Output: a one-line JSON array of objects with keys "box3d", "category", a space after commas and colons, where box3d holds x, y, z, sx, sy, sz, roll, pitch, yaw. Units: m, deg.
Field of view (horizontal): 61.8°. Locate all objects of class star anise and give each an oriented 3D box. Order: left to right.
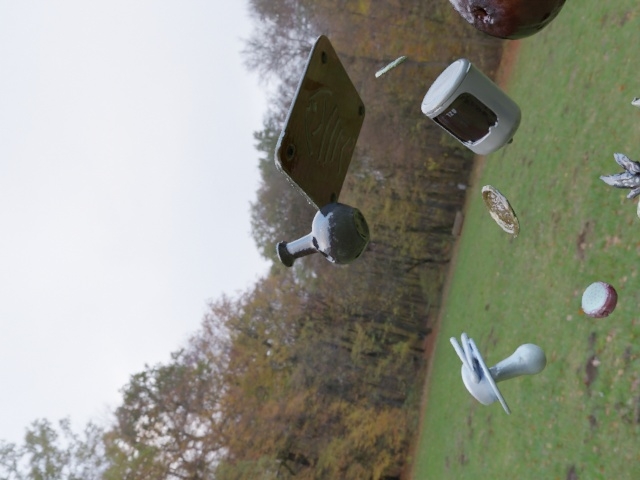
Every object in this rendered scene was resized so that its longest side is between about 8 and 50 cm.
[{"box3d": [0.755, -0.156, 1.213, 0.061, 0.204, 0.181, -34, -42, -43], "category": "star anise"}]

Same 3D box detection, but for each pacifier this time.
[{"box3d": [0.513, 0.352, 1.501, 0.299, 0.232, 0.244, 46, -157, -63], "category": "pacifier"}]

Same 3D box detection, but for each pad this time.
[{"box3d": [0.010, -0.221, 1.087, 0.284, 0.018, 0.287, 42, -118, -60], "category": "pad"}]

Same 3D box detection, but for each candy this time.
[{"box3d": [0.767, 0.163, 1.470, 0.103, 0.043, 0.103, -159, 90, -78], "category": "candy"}]

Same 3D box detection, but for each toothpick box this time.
[{"box3d": [0.511, -0.422, 1.743, 0.229, 0.316, 0.229, -51, 15, 19], "category": "toothpick box"}]

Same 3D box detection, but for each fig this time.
[{"box3d": [0.356, -0.499, 1.005, 0.235, 0.234, 0.215, 80, -150, -60], "category": "fig"}]

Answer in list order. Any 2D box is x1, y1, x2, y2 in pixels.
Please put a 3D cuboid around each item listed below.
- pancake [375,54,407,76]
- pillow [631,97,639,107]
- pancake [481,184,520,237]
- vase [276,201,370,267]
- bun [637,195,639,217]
[{"box3d": [0.202, -0.496, 1.520, 0.017, 0.108, 0.108, 59, -152, -13], "category": "pancake"}, {"box3d": [1.077, -0.417, 1.628, 0.208, 0.119, 0.053, 28, 107, 64], "category": "pillow"}, {"box3d": [0.328, -0.053, 0.971, 0.011, 0.115, 0.115, -33, -17, 1], "category": "pancake"}, {"box3d": [0.000, 0.000, 1.027, 0.120, 0.182, 0.120, 42, -142, -44], "category": "vase"}, {"box3d": [1.081, -0.066, 1.525, 0.219, 0.365, 0.365, -46, -19, -8], "category": "bun"}]
